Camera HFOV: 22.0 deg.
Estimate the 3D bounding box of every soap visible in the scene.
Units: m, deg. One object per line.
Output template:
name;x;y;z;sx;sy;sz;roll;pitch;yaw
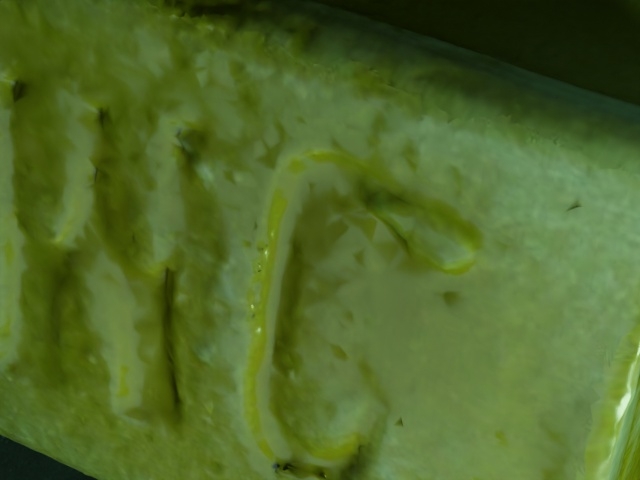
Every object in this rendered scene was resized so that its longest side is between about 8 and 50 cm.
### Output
soap;0.000;0.000;0.727;0.335;0.156;0.293;21;125;18
